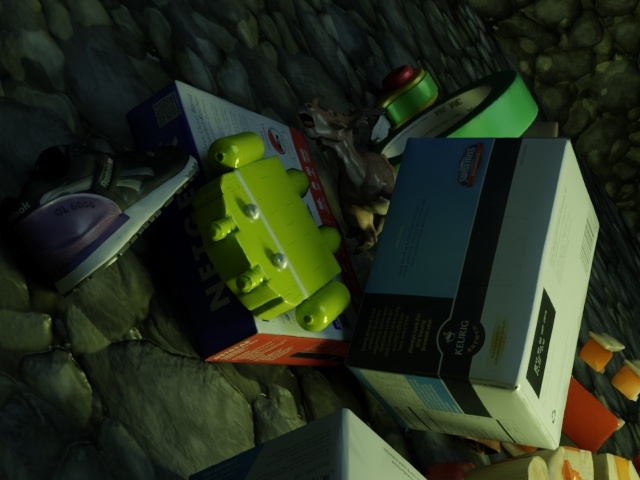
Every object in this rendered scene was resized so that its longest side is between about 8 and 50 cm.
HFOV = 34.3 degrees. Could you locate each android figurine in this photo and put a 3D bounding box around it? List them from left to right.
[{"bbox_3d":[-0.055,-0.009,1.196,0.248,0.056,0.273,62,22,0],"label":"android figurine"}]

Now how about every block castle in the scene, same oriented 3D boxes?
[{"bbox_3d":[0.317,0.462,1.446,0.453,0.213,0.303,21,57,-47],"label":"block castle"}]

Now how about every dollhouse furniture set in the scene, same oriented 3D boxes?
[{"bbox_3d":[0.461,0.318,1.730,0.259,0.262,0.135,43,16,30],"label":"dollhouse furniture set"}]

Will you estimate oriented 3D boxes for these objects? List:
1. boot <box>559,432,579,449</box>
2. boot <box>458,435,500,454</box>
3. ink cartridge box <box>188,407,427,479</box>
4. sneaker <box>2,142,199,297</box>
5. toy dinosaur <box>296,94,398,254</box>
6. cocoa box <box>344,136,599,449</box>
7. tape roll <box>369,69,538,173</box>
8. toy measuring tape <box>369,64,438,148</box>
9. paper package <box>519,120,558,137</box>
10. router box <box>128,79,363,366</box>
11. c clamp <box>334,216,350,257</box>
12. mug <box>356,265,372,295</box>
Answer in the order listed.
[{"bbox_3d":[0.469,0.299,2.068,0.244,0.088,0.176,54,23,-7],"label":"boot"},{"bbox_3d":[0.238,0.180,1.650,0.264,0.096,0.280,52,47,-56],"label":"boot"},{"bbox_3d":[-0.001,0.341,0.948,0.197,0.198,0.270,46,29,-33],"label":"ink cartridge box"},{"bbox_3d":[-0.222,-0.064,1.075,0.124,0.107,0.283,50,26,-11],"label":"sneaker"},{"bbox_3d":[0.074,-0.101,1.586,0.295,0.127,0.200,56,15,-66],"label":"toy dinosaur"},{"bbox_3d":[0.209,0.064,1.363,0.231,0.228,0.347,52,48,-52],"label":"cocoa box"},{"bbox_3d":[0.217,-0.176,1.790,0.077,0.321,0.321,56,24,-13],"label":"tape roll"},{"bbox_3d":[0.170,-0.267,2.054,0.121,0.121,0.330,53,25,-18],"label":"toy measuring tape"},{"bbox_3d":[0.341,-0.043,1.906,0.325,0.168,0.309,-62,154,-63],"label":"paper package"},{"bbox_3d":[-0.077,-0.008,1.320,0.301,0.082,0.335,13,52,-59],"label":"router box"},{"bbox_3d":[0.000,0.000,1.546,0.137,0.022,0.161,61,25,13],"label":"c clamp"},{"bbox_3d":[0.113,0.103,1.587,0.113,0.150,0.169,29,12,18],"label":"mug"}]
